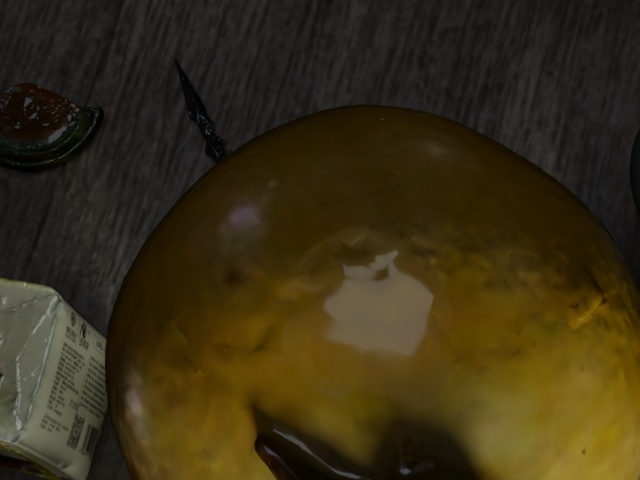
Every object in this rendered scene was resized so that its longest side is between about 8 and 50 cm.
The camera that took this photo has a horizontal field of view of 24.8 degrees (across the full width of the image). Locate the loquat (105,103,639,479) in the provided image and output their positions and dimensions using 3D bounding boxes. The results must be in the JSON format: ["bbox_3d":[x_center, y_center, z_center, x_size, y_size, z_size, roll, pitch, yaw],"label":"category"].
[{"bbox_3d":[0.039,0.089,0.842,0.328,0.359,0.328,-3,111,-7],"label":"loquat"}]

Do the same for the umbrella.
[{"bbox_3d":[-0.088,-0.089,1.104,0.022,0.013,0.122,-28,69,21],"label":"umbrella"}]

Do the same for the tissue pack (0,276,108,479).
[{"bbox_3d":[-0.207,0.094,0.983,0.099,0.148,0.106,10,72,11],"label":"tissue pack"}]

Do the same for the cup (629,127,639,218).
[{"bbox_3d":[0.386,-0.014,0.905,0.357,0.259,0.274,-15,65,-31],"label":"cup"}]

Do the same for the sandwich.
[{"bbox_3d":[-0.223,-0.088,1.116,0.101,0.026,0.069,17,75,14],"label":"sandwich"}]
